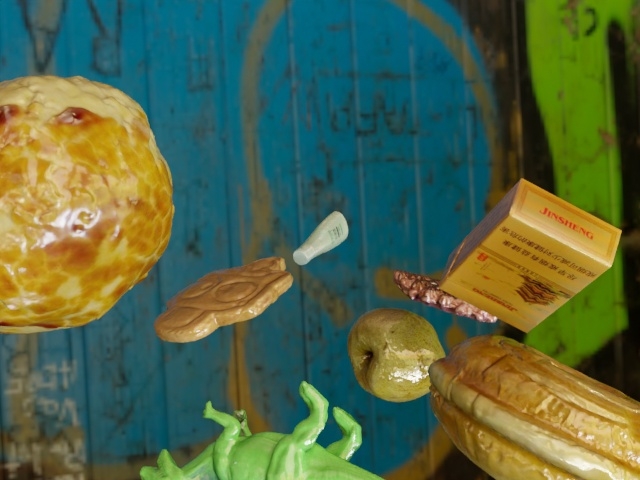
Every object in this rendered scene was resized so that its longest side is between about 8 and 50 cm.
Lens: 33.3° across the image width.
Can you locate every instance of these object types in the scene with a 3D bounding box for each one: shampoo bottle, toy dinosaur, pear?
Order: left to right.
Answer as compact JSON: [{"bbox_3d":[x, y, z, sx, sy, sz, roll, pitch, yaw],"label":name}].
[{"bbox_3d":[-0.056,0.443,1.745,0.374,0.500,0.144,-39,145,-3],"label":"toy dinosaur"},{"bbox_3d":[0.000,0.000,2.279,0.041,0.069,0.191,0,-159,29],"label":"shampoo bottle"},{"bbox_3d":[0.183,0.263,2.497,0.211,0.228,0.188,-4,159,-32],"label":"pear"}]

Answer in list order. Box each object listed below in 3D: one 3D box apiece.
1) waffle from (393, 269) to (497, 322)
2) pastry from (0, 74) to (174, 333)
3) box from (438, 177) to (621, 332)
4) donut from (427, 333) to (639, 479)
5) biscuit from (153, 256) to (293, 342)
[{"bbox_3d":[0.261,0.120,2.310,0.221,0.055,0.234,18,-172,-27],"label":"waffle"},{"bbox_3d":[-0.381,-0.042,1.499,0.389,0.388,0.312,-4,-144,-38],"label":"pastry"},{"bbox_3d":[0.318,0.031,1.669,0.174,0.076,0.274,28,149,-3],"label":"box"},{"bbox_3d":[0.375,0.301,1.728,0.449,0.198,0.449,27,-177,-1],"label":"donut"},{"bbox_3d":[-0.209,0.120,2.380,0.269,0.051,0.376,2,-154,40],"label":"biscuit"}]
